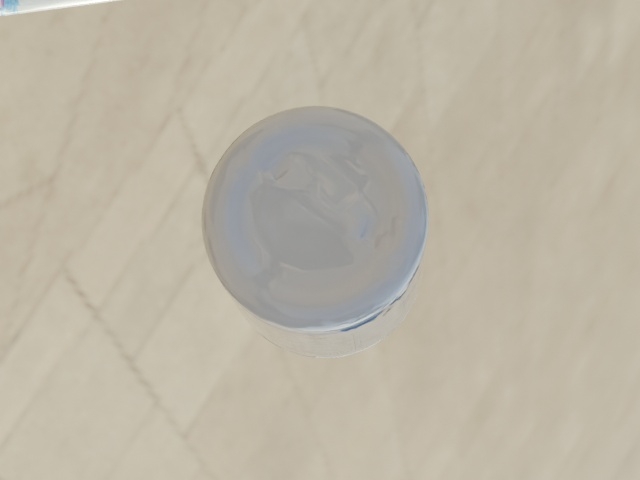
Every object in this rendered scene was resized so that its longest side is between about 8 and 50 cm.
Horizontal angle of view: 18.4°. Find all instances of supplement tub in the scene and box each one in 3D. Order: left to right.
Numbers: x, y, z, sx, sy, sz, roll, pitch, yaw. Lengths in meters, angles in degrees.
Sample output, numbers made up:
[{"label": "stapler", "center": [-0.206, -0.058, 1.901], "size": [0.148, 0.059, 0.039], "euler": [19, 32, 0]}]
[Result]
[{"label": "supplement tub", "center": [0.000, 0.000, 0.642], "size": [0.071, 0.071, 0.107], "euler": [-58, 174, -5]}]

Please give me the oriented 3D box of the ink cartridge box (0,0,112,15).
[{"label": "ink cartridge box", "center": [-0.212, -0.195, 1.151], "size": [0.212, 0.154, 0.093], "euler": [-10, 120, -31]}]
